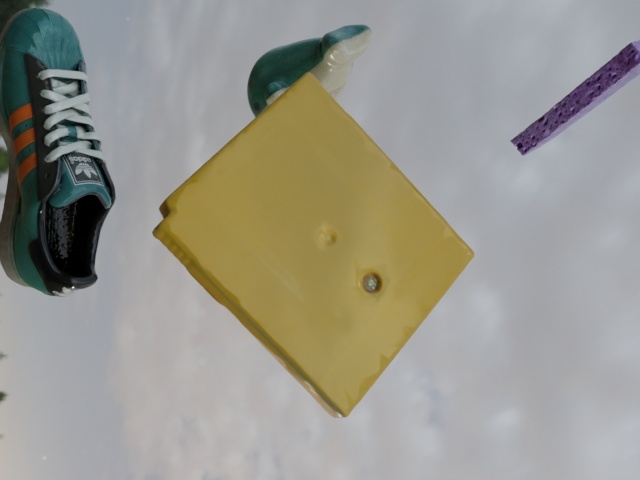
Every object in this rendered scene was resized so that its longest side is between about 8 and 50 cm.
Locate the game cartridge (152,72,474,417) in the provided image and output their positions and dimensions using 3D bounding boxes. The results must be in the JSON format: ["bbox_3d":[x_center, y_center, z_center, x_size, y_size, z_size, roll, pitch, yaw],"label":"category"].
[{"bbox_3d":[0.000,0.000,0.865,0.323,0.285,0.053,47,-25,-7],"label":"game cartridge"}]

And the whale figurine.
[{"bbox_3d":[-0.028,-0.300,1.245,0.141,0.216,0.272,55,-37,2],"label":"whale figurine"}]

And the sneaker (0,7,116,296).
[{"bbox_3d":[-0.268,-0.090,0.749,0.121,0.108,0.302,8,-79,38],"label":"sneaker"}]

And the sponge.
[{"bbox_3d":[0.358,-0.193,0.946,0.031,0.117,0.210,55,-42,8],"label":"sponge"}]
